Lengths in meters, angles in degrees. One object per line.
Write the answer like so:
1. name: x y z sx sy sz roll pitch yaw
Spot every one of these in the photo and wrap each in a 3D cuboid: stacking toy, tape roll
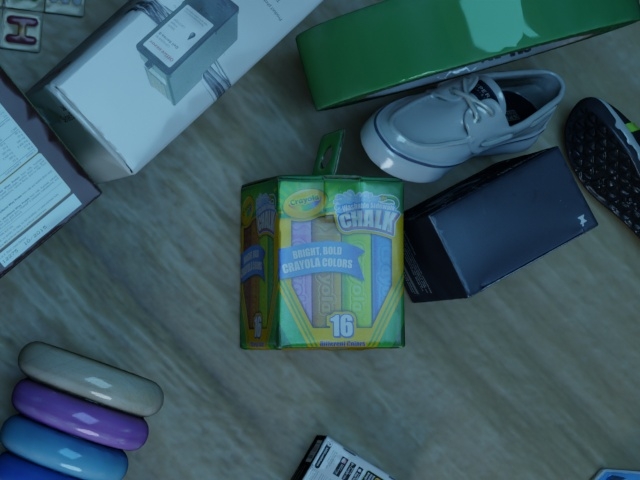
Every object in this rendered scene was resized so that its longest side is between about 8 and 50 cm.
1. stacking toy: -0.261 0.267 1.826 0.141 0.141 0.330 21 85 -15
2. tape roll: 0.140 -0.200 1.874 0.321 0.321 0.077 -15 92 -18

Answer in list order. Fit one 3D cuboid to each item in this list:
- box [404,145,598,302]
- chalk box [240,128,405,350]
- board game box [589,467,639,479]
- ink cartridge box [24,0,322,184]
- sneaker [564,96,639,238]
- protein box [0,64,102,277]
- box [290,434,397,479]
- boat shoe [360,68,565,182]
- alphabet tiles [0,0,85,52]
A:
1. box: 0.162 -0.014 1.956 0.156 0.158 0.093 -28 95 -17
2. chalk box: 0.000 0.000 1.919 0.132 0.132 0.213 0 86 -18
3. board game box: 0.456 0.448 2.079 0.390 0.050 0.390 6 85 -17
4. ink cartridge box: -0.137 -0.182 1.850 0.273 0.198 0.115 -44 101 -14
5. sneaker: 0.348 -0.065 2.074 0.234 0.084 0.097 50 51 -10
6. protein box: -0.326 -0.075 1.782 0.136 0.200 0.201 -40 100 -14
7. box: -0.005 0.308 1.949 0.114 0.036 0.207 34 78 -13
8. boat shoe: 0.143 -0.127 1.942 0.258 0.084 0.095 -21 67 -47
9. alphabet tiles: -0.319 -0.303 1.900 0.198 0.009 0.237 5 85 -17
